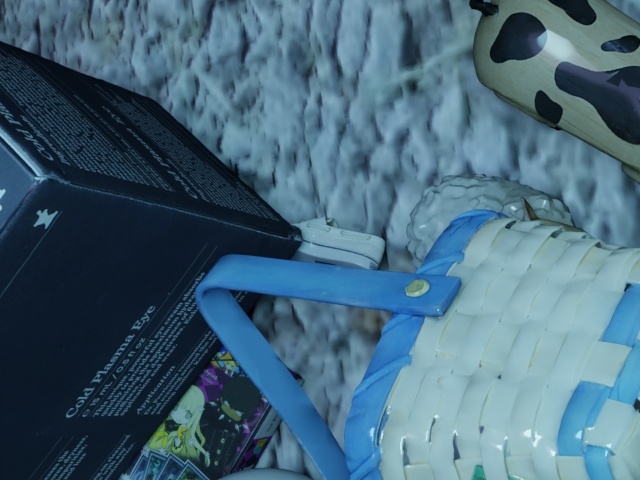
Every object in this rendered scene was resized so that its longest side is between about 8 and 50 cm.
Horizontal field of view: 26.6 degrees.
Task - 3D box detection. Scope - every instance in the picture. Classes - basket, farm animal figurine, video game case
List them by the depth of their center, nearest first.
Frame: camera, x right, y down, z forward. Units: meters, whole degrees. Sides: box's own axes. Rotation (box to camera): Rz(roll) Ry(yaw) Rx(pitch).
[{"bbox_3d":[0.087,0.106,0.747,0.289,0.255,0.201,3,47,45],"label":"basket"},{"bbox_3d":[0.228,-0.088,0.789,0.326,0.172,0.330,18,94,25],"label":"farm animal figurine"},{"bbox_3d":[-0.156,0.131,1.018,0.232,0.042,0.210,32,99,23],"label":"video game case"}]

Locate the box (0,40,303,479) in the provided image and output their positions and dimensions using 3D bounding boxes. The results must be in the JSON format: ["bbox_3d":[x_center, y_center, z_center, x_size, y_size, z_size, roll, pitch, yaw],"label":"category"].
[{"bbox_3d":[-0.232,0.058,0.865,0.179,0.312,0.343,42,101,22],"label":"box"}]

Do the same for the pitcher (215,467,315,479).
[{"bbox_3d":[-0.030,0.216,0.865,0.177,0.207,0.125,5,88,24],"label":"pitcher"}]

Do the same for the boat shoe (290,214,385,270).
[{"bbox_3d":[0.000,0.000,0.966,0.100,0.035,0.035,12,64,28],"label":"boat shoe"}]
